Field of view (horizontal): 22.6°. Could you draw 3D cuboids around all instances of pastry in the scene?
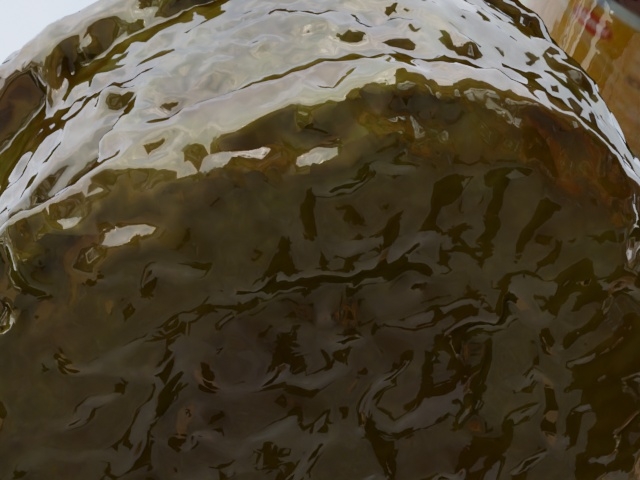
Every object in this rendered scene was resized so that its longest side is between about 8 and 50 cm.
[{"bbox_3d":[-0.005,0.021,0.396,0.188,0.103,0.189,-8,-58,-13],"label":"pastry"}]

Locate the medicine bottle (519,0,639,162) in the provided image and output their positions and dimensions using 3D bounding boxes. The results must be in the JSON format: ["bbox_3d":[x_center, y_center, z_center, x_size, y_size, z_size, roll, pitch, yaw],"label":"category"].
[{"bbox_3d":[0.247,-0.197,0.936,0.242,0.242,0.395,12,-52,-8],"label":"medicine bottle"}]
